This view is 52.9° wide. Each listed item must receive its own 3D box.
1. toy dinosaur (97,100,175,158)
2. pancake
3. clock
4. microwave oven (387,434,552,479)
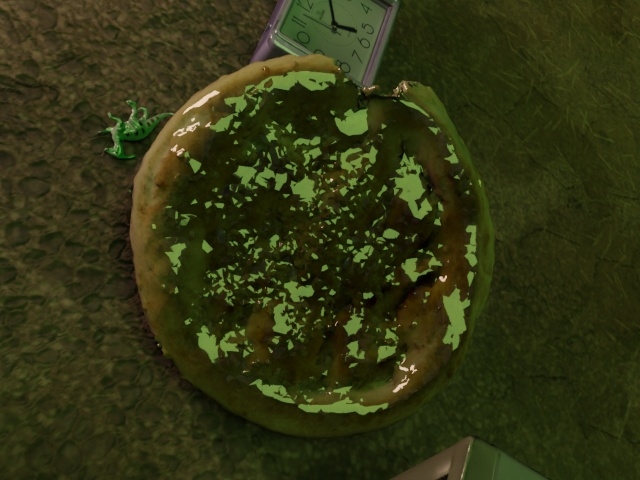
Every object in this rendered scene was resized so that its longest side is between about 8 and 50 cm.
[{"bbox_3d":[-0.192,-0.115,0.683,0.083,0.021,0.062,4,77,-23],"label":"toy dinosaur"},{"bbox_3d":[0.000,0.000,0.629,0.383,0.071,0.381,-1,94,-12],"label":"pancake"},{"bbox_3d":[0.009,-0.266,0.818,0.145,0.073,0.193,27,61,-18],"label":"clock"},{"bbox_3d":[0.122,0.384,0.470,0.287,0.218,0.354,31,49,-5],"label":"microwave oven"}]
